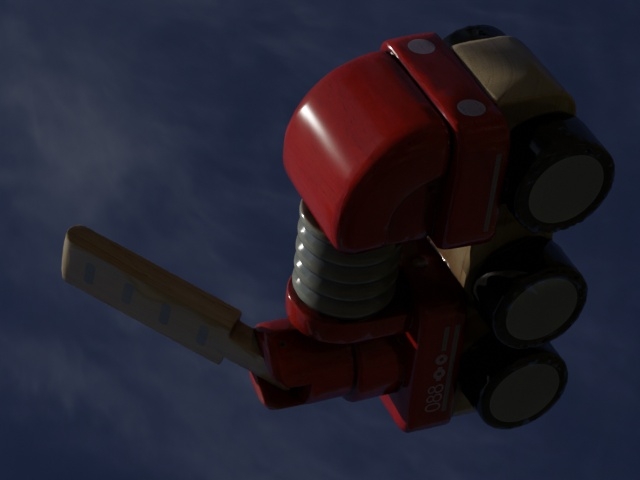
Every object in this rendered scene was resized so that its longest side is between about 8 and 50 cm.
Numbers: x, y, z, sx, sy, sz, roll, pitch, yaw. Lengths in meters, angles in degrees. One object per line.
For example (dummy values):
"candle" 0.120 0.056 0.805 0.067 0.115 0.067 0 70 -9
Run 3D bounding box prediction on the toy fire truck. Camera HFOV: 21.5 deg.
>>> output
"toy fire truck" 0.000 0.000 0.898 0.246 0.158 0.217 -11 -48 -20
